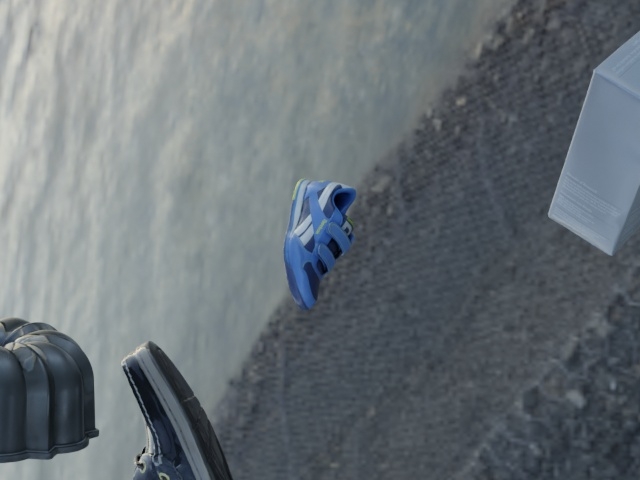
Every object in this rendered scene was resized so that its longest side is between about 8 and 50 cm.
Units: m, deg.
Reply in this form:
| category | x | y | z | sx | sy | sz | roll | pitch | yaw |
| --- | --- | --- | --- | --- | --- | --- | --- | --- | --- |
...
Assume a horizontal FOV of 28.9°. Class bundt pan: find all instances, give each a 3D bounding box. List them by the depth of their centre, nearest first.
| category | x | y | z | sx | sy | sz | roll | pitch | yaw |
| --- | --- | --- | --- | --- | --- | --- | --- | --- | --- |
| bundt pan | -0.430 | 0.163 | 1.522 | 0.331 | 0.331 | 0.124 | 17 | 101 | 60 |

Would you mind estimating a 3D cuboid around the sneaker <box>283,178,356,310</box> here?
| category | x | y | z | sx | sy | sz | roll | pitch | yaw |
| --- | --- | --- | --- | --- | --- | --- | --- | --- | --- |
| sneaker | 0.000 | 0.000 | 1.194 | 0.053 | 0.059 | 0.144 | 66 | -153 | -56 |

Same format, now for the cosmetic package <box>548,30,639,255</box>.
| category | x | y | z | sx | sy | sz | roll | pitch | yaw |
| --- | --- | --- | --- | --- | --- | --- | --- | --- | --- |
| cosmetic package | 0.352 | -0.112 | 1.405 | 0.107 | 0.127 | 0.238 | 34 | 143 | 25 |

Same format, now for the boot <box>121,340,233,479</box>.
| category | x | y | z | sx | sy | sz | roll | pitch | yaw |
| --- | --- | --- | --- | --- | --- | --- | --- | --- | --- |
| boot | -0.250 | 0.345 | 1.566 | 0.138 | 0.284 | 0.377 | -100 | -12 | -83 |
